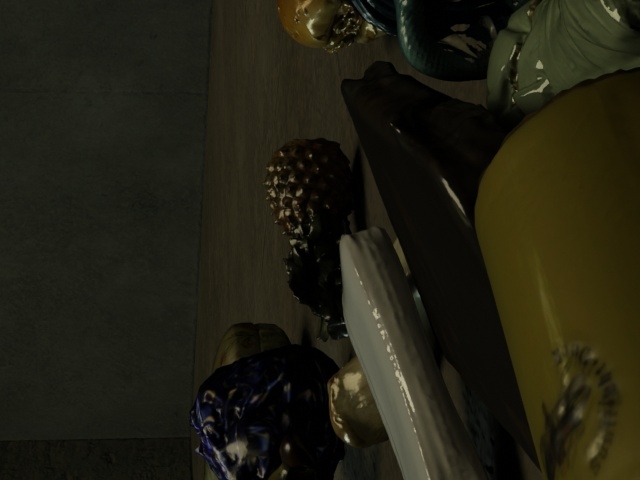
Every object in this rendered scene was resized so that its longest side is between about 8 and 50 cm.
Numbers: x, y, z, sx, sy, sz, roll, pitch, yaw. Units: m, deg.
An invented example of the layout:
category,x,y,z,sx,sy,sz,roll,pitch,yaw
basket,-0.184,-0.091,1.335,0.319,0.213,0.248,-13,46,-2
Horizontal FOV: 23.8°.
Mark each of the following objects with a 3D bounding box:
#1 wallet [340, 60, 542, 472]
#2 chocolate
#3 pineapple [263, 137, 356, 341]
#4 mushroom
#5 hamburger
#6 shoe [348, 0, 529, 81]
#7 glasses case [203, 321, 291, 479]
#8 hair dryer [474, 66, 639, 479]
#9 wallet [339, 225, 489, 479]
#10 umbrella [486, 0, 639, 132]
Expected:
category,x,y,z,sx,sy,sz,roll,pitch,yaw
wallet,0.064,0.011,0.612,0.309,0.042,0.165,-121,8,-78
chocolate,-0.023,0.210,1.096,0.343,0.126,0.148,-103,17,-56
pineapple,0.000,0.000,1.139,0.074,0.074,0.159,102,161,-57
mushroom,0.045,0.047,0.882,0.202,0.054,0.059,107,156,-46
hamburger,0.013,-0.196,0.991,0.138,0.083,0.147,-116,30,-82
shoe,0.053,-0.121,0.655,0.207,0.091,0.106,156,119,-78
glasses case,-0.069,0.284,1.518,0.156,0.098,0.425,-101,13,-65
hair dryer,0.111,-0.034,0.314,0.135,0.090,0.278,-97,17,-45
wallet,0.048,0.085,0.766,0.095,0.033,0.190,83,170,-53
umbrella,0.094,-0.061,0.515,0.067,0.062,0.143,53,162,11
